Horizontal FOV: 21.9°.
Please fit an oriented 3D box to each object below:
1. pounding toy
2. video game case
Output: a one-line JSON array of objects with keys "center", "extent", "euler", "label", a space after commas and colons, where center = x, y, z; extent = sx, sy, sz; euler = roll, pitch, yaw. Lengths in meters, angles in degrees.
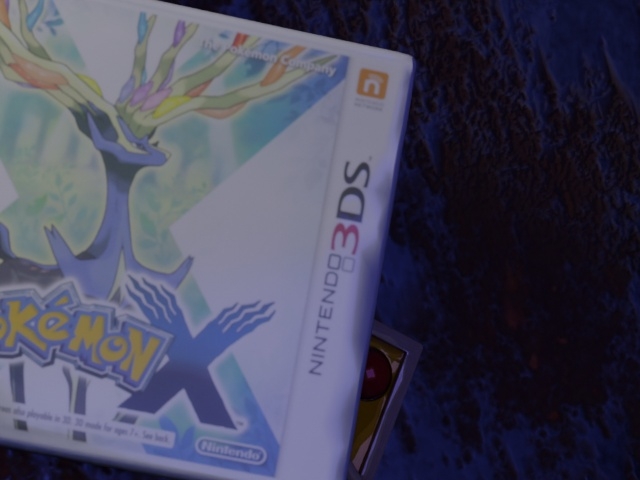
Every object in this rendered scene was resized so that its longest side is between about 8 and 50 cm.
[{"center": [-0.001, 0.115, 1.093], "extent": [0.130, 0.100, 0.141], "euler": [28, 71, -18], "label": "pounding toy"}, {"center": [-0.122, -0.008, 1.042], "extent": [0.329, 0.036, 0.299], "euler": [11, 76, -5], "label": "video game case"}]
